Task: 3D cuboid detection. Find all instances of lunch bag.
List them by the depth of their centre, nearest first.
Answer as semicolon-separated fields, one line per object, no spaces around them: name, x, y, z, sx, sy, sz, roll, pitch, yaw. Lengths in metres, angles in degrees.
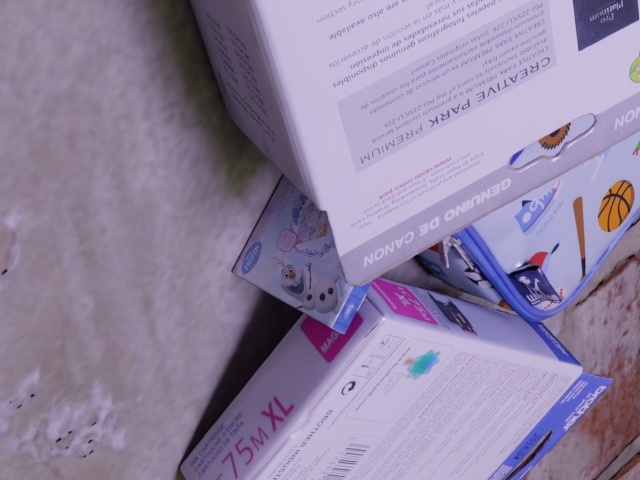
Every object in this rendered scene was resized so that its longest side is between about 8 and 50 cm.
lunch bag;0.157;-0.103;1.169;0.303;0.115;0.243;-54;139;-13

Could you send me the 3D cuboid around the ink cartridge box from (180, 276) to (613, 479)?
ink cartridge box;0.064;0.126;1.198;0.311;0.065;0.186;18;117;-50

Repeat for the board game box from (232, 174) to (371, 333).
board game box;0.000;0.000;1.064;0.020;0.090;0.090;29;89;-54

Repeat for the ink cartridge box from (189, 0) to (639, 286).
ink cartridge box;0.086;-0.163;0.971;0.309;0.130;0.272;-28;133;-13
